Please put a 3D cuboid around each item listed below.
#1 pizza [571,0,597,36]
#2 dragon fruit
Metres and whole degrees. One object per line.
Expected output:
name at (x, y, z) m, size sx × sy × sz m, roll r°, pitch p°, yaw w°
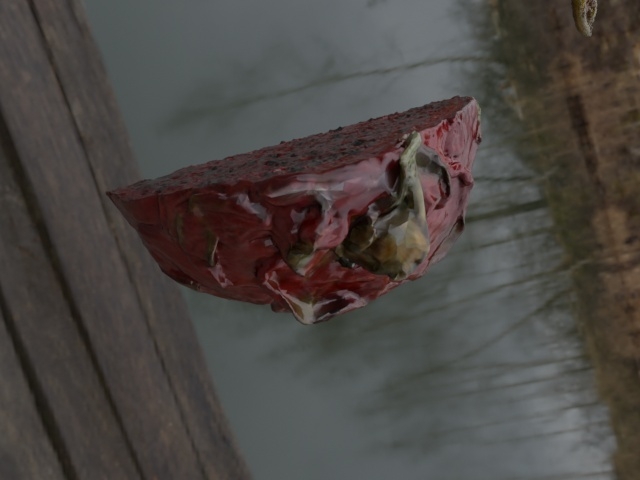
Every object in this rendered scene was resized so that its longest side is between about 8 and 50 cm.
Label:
pizza at (0.254, -0.234, 0.964) m, size 0.037 × 0.016 × 0.083 m, roll -43°, pitch 134°, yaw -35°
dragon fruit at (0.000, 0.000, 0.777) m, size 0.205 × 0.316 × 0.152 m, roll -114°, pitch -170°, yaw -79°
